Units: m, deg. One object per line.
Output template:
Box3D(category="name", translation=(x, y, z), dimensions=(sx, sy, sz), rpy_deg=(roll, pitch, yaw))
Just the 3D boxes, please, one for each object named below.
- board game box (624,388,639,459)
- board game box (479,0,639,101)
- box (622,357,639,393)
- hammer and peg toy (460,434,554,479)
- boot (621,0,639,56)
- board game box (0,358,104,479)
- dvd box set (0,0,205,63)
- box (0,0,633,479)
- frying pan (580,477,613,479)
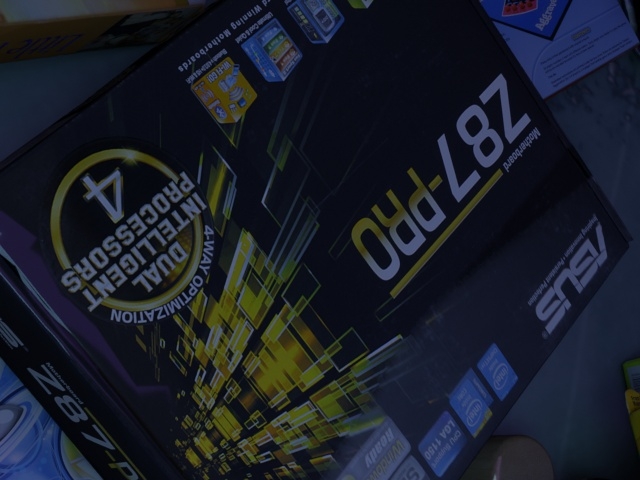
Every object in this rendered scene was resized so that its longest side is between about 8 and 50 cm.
Box3D(category="board game box", translation=(0.272, 0.218, 0.788), dimensions=(0.124, 0.039, 0.259), rpy_deg=(28, 37, -34))
Box3D(category="board game box", translation=(0.132, -0.167, 0.960), dimensions=(0.281, 0.027, 0.145), rpy_deg=(-30, 94, -33))
Box3D(category="box", translation=(0.332, 0.138, 0.978), dimensions=(0.178, 0.042, 0.109), rpy_deg=(-3, 79, -31))
Box3D(category="hammer and peg toy", translation=(0.105, 0.306, 0.748), dimensions=(0.266, 0.127, 0.361), rpy_deg=(45, 59, -12))
Box3D(category="boot", translation=(0.317, -0.145, 1.045), dimensions=(0.086, 0.069, 0.190), rpy_deg=(-4, 70, -24))
Box3D(category="board game box", translation=(-0.148, 0.104, 0.714), dimensions=(0.136, 0.035, 0.201), rpy_deg=(22, 65, -24))
Box3D(category="dvd box set", translation=(-0.257, -0.231, 0.629), dimensions=(0.420, 0.062, 0.308), rpy_deg=(-24, 88, -58))
Box3D(category="box", translation=(0.000, 0.000, 0.758), dimensions=(0.395, 0.097, 0.318), rpy_deg=(-44, 107, -34))
Box3D(category="frying pan", translation=(0.273, 0.258, 0.828), dimensions=(0.326, 0.053, 0.197), rpy_deg=(17, 47, -39))
